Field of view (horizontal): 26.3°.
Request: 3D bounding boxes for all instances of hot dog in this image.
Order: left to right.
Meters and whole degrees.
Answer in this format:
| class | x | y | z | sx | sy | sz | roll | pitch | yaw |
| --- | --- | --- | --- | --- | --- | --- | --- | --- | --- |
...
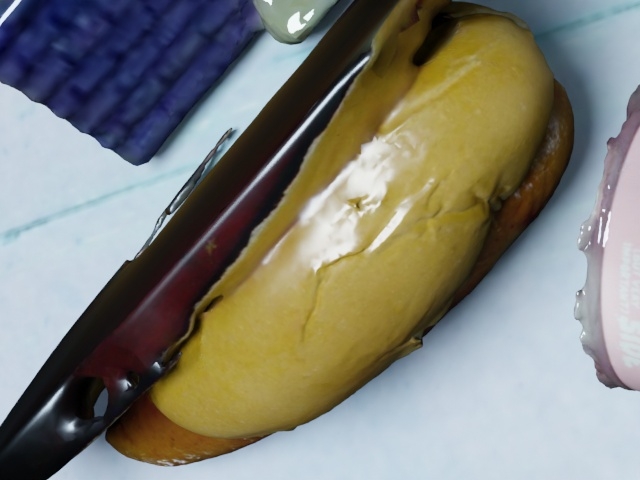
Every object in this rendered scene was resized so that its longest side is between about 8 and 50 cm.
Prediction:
| class | x | y | z | sx | sy | sz | roll | pitch | yaw |
| --- | --- | --- | --- | --- | --- | --- | --- | --- | --- |
| hot dog | 0.000 | 0.002 | 0.580 | 0.107 | 0.194 | 0.326 | 39 | 124 | -11 |

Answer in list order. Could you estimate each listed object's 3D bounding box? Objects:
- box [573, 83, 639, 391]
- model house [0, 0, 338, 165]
| class | x | y | z | sx | sy | sz | roll | pitch | yaw |
| --- | --- | --- | --- | --- | --- | --- | --- | --- | --- |
| box | 0.173 | 0.007 | 0.482 | 0.135 | 0.151 | 0.151 | 12 | 84 | 36 |
| model house | -0.113 | -0.170 | 0.573 | 0.280 | 0.312 | 0.245 | 41 | 95 | -9 |
